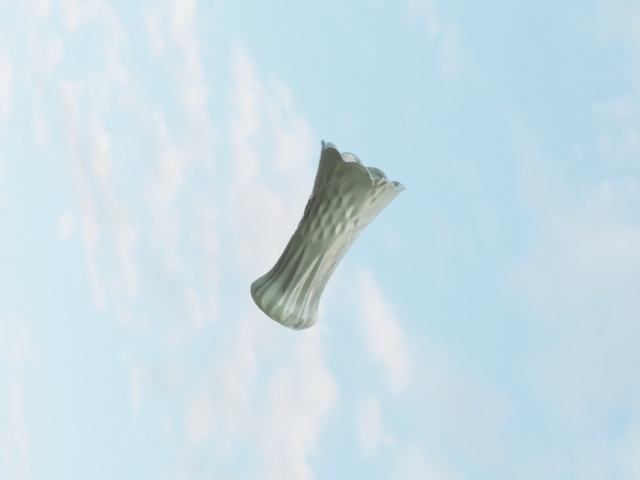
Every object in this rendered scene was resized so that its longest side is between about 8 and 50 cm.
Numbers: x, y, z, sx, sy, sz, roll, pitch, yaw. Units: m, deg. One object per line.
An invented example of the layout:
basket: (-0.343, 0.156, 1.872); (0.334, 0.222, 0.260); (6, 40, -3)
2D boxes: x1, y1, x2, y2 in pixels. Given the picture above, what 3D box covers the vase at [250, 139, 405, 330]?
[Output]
vase: (0.000, 0.000, 1.155); (0.149, 0.081, 0.081); (-60, -141, 8)
